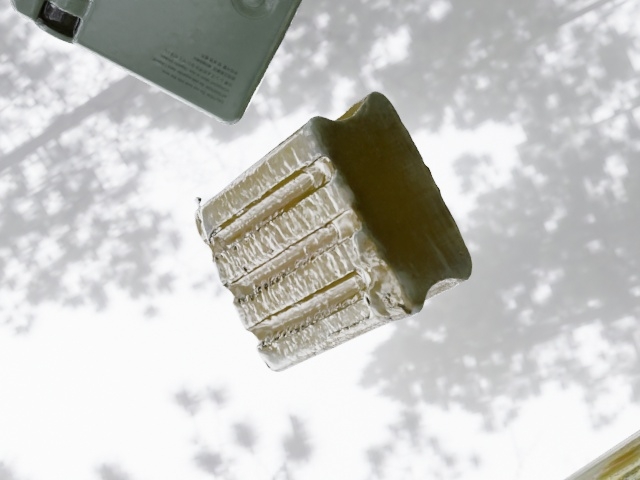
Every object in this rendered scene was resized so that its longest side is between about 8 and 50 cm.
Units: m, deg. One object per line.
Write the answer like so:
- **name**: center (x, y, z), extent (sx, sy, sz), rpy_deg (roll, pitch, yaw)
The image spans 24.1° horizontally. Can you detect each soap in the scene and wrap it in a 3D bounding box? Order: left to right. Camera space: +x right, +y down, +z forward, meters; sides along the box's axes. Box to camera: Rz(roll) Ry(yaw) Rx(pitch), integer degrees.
- **soap**: center (0.000, 0.000, 1.247), extent (0.089, 0.274, 0.173), rpy_deg (-26, -92, -28)

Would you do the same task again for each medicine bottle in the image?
- **medicine bottle**: center (0.241, 0.216, 1.266), extent (0.074, 0.218, 0.074), rpy_deg (23, -135, -25)

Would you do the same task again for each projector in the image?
- **projector**: center (-0.150, -0.255, 1.468), extent (0.257, 0.192, 0.099), rpy_deg (27, -155, -3)
